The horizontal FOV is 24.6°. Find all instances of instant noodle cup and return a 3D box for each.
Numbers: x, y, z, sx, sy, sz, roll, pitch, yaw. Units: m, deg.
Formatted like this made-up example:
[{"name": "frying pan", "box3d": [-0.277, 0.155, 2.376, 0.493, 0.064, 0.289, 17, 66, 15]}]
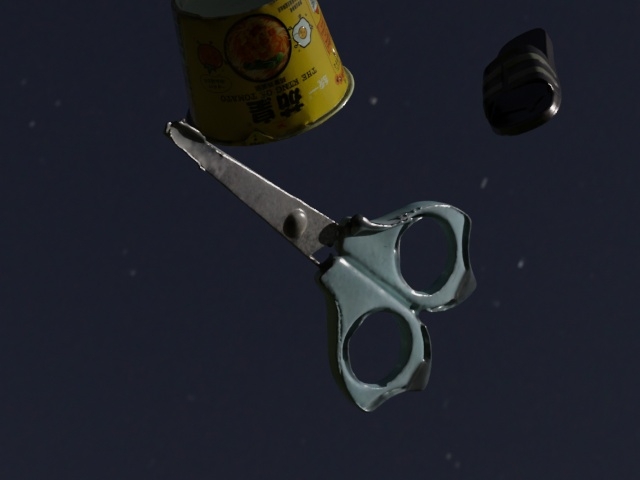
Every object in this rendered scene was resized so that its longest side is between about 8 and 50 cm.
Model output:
[{"name": "instant noodle cup", "box3d": [-0.069, -0.203, 1.504, 0.182, 0.182, 0.144, 4, -52, 26]}]

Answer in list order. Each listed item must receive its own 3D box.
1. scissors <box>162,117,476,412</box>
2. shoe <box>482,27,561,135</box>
[{"name": "scissors", "box3d": [0.001, 0.000, 1.161, 0.029, 0.191, 0.360, 20, -13, 47]}, {"name": "shoe", "box3d": [0.178, -0.158, 1.346, 0.071, 0.179, 0.049, -25, -62, 23]}]
